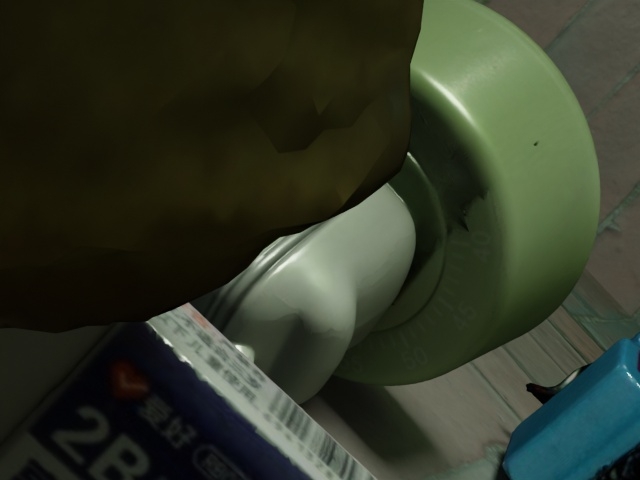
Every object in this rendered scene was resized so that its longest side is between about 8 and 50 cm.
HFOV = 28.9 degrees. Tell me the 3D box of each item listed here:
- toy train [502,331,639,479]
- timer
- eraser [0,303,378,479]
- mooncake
[{"bbox_3d":[0.311,0.227,1.102,0.300,0.188,0.265,46,20,2],"label":"toy train"},{"bbox_3d":[0.000,0.000,0.842,0.291,0.291,0.315,46,38,8],"label":"timer"},{"bbox_3d":[-0.074,0.100,0.543,0.210,0.124,0.068,43,16,-2],"label":"eraser"},{"bbox_3d":[-0.153,-0.131,0.487,0.393,0.246,0.394,2,21,4],"label":"mooncake"}]
